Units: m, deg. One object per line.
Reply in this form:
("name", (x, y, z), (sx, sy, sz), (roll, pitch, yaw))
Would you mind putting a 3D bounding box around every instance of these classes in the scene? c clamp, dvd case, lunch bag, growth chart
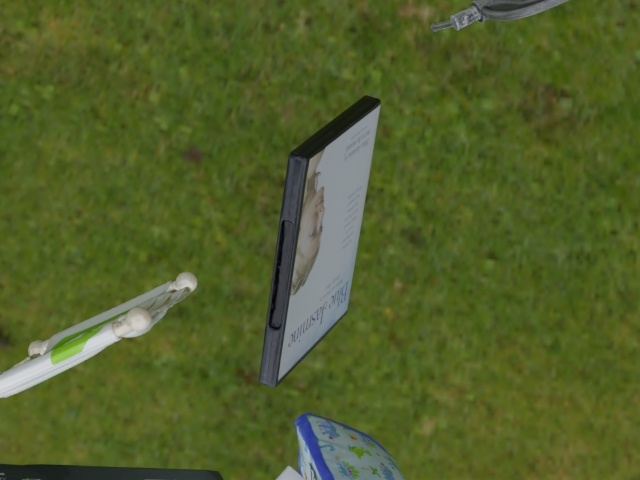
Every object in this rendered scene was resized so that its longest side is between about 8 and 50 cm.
("c clamp", (0.163, -0.183, 1.016), (0.160, 0.137, 0.022), (-26, 104, -6))
("dvd case", (0.000, 0.000, 1.444), (0.022, 0.180, 0.253), (18, 119, 18))
("lunch bag", (0.034, 0.274, 1.651), (0.096, 0.129, 0.151), (-37, 129, 5))
("growth chart", (-0.170, 0.071, 1.014), (0.172, 0.237, 0.021), (-25, 93, 7))

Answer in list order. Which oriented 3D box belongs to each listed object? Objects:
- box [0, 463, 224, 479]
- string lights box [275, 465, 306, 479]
("box", (-0.100, 0.164, 0.513), (0.232, 0.183, 0.059), (9, 126, -43))
("string lights box", (0.040, 0.310, 1.191), (0.259, 0.077, 0.133), (39, 152, 10))
